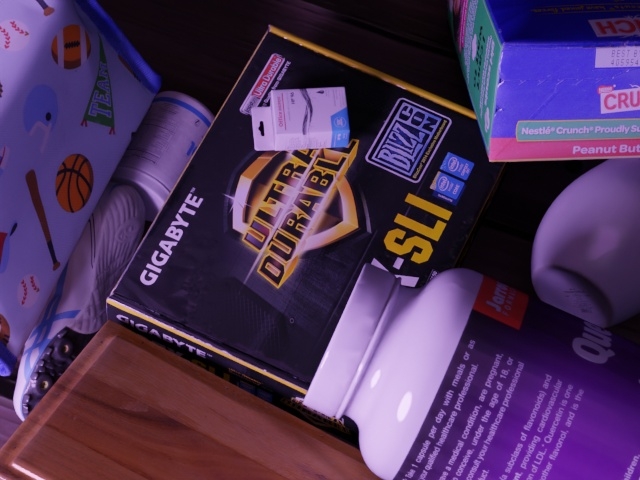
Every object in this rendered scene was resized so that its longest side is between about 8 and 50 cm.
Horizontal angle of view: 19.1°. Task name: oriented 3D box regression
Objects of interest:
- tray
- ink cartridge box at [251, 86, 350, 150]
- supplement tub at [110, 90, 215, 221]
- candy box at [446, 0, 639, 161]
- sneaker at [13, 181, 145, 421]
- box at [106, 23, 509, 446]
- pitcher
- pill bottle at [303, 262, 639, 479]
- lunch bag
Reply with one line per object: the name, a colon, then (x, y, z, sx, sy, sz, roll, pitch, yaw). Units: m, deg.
tray: (-0.046, 0.233, 1.532, 0.411, 0.076, 0.203, 26, 41, 9)
ink cartridge box: (-0.018, -0.107, 1.686, 0.083, 0.028, 0.048, -4, 61, -5)
supplement tub: (-0.146, -0.079, 1.764, 0.071, 0.071, 0.107, 23, 63, 9)
candy box: (0.267, -0.191, 1.745, 0.268, 0.122, 0.317, 0, 27, -3)
sneaker: (-0.224, 0.056, 1.689, 0.086, 0.085, 0.237, 0, 62, 34)
box: (-0.003, -0.008, 1.693, 0.257, 0.079, 0.322, 25, 63, 7)
pitcher: (0.294, -0.022, 1.709, 0.125, 0.178, 0.207, 51, 59, -22)
pill bottle: (0.158, 0.138, 1.500, 0.323, 0.181, 0.181, 24, 62, 1)
lunch bag: (-0.395, -0.095, 1.662, 0.385, 0.239, 0.328, 10, 59, 31)
